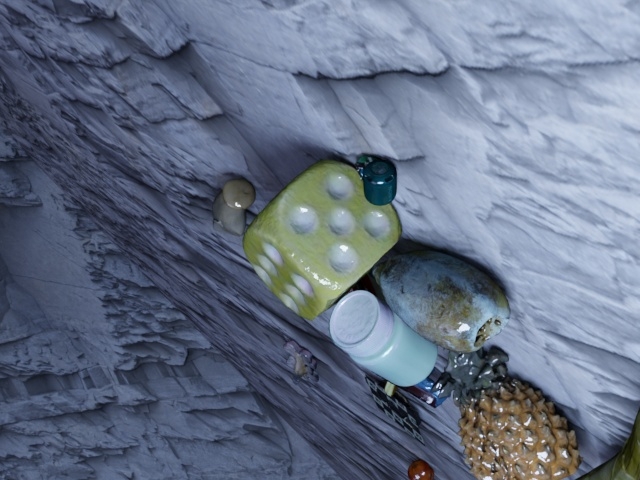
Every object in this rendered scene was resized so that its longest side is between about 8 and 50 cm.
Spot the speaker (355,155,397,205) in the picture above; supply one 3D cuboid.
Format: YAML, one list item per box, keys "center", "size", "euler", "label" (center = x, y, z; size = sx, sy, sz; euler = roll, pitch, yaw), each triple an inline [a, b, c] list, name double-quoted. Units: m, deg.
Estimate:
- center: [0.102, -0.115, 1.097]
  size: [0.075, 0.060, 0.094]
  euler: [82, 172, -53]
  label: "speaker"

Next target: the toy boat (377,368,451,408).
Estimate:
- center: [0.225, 0.328, 1.524]
  size: [0.223, 0.097, 0.100]
  euler: [23, 162, 39]
  label: "toy boat"

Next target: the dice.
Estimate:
- center: [0.000, 0.000, 1.205]
  size: [0.227, 0.233, 0.238]
  euler: [45, 155, 4]
  label: "dice"

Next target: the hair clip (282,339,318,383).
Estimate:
- center: [-0.075, 0.443, 2.218]
  size: [0.146, 0.075, 0.257]
  euler: [31, 146, 24]
  label: "hair clip"

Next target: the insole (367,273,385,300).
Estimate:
- center: [0.099, 0.097, 1.425]
  size: [0.192, 0.010, 0.063]
  euler: [35, 111, 20]
  label: "insole"

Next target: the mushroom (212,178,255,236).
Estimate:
- center: [-0.238, -0.086, 1.626]
  size: [0.108, 0.096, 0.247]
  euler: [67, 157, 17]
  label: "mushroom"

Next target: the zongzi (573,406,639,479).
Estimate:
- center: [0.517, 0.358, 1.004]
  size: [0.360, 0.160, 0.323]
  euler: [-6, 121, 53]
  label: "zongzi"

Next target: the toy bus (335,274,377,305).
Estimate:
- center: [0.076, 0.126, 1.380]
  size: [0.081, 0.089, 0.195]
  euler: [-24, 91, 30]
  label: "toy bus"

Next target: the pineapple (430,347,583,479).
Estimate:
- center: [0.346, 0.339, 1.244]
  size: [0.357, 0.223, 0.223]
  euler: [58, 160, 18]
  label: "pineapple"

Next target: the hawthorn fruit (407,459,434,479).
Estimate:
- center: [0.341, 0.790, 2.069]
  size: [0.093, 0.093, 0.093]
  euler: [36, 154, 21]
  label: "hawthorn fruit"

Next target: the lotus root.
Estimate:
- center: [0.197, 0.087, 1.126]
  size: [0.322, 0.158, 0.140]
  euler: [32, 151, 49]
  label: "lotus root"

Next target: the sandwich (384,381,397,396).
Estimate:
- center: [0.208, 0.393, 1.719]
  size: [0.031, 0.083, 0.044]
  euler: [26, -167, 27]
  label: "sandwich"

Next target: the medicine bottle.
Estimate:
- center: [0.130, 0.201, 1.245]
  size: [0.139, 0.139, 0.225]
  euler: [17, 166, 47]
  label: "medicine bottle"

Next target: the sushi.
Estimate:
- center: [0.232, 0.480, 1.798]
  size: [0.215, 0.050, 0.192]
  euler: [32, 153, 45]
  label: "sushi"
